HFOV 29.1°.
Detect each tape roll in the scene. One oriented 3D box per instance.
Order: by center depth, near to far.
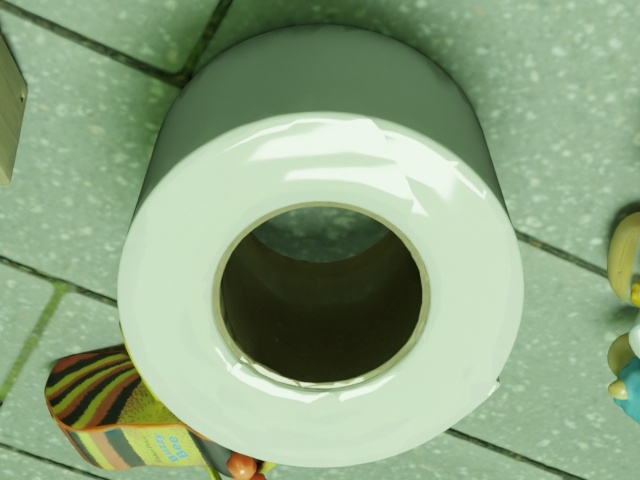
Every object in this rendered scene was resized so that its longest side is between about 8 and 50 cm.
[{"bbox_3d":[0.000,0.000,0.801,0.246,0.169,0.246,0,117,-1],"label":"tape roll"}]

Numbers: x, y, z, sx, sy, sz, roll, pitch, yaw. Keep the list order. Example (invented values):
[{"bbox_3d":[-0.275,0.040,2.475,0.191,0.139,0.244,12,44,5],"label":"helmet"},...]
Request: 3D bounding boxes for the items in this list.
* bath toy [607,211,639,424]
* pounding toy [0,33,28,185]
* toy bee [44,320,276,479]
[{"bbox_3d":[0.274,-0.026,0.835,0.129,0.151,0.348,-22,134,-27],"label":"bath toy"},{"bbox_3d":[-0.303,-0.125,0.762,0.181,0.094,0.206,-2,148,6],"label":"pounding toy"},{"bbox_3d":[-0.089,0.128,0.959,0.298,0.162,0.195,-32,121,27],"label":"toy bee"}]
